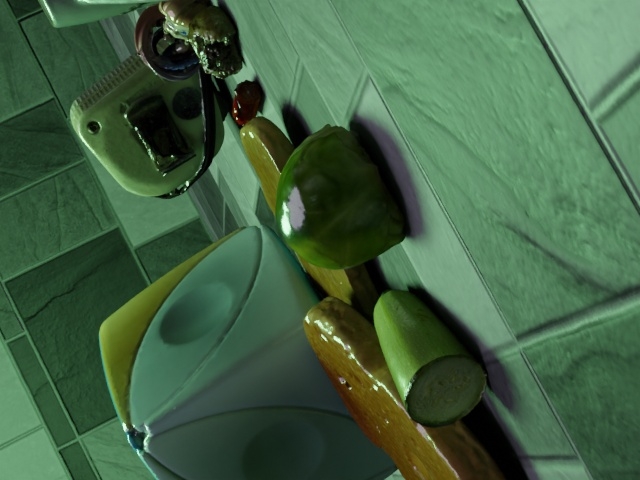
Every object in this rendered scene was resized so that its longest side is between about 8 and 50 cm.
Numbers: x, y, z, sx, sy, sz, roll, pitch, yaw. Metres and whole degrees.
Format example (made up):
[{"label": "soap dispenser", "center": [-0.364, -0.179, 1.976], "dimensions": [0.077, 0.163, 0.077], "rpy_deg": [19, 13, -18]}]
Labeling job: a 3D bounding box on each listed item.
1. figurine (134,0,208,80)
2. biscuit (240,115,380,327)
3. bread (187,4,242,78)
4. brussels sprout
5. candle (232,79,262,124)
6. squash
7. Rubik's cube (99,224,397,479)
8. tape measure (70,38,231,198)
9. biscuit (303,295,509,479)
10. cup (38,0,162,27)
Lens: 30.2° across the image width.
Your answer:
[{"label": "figurine", "center": [-0.209, -0.327, 1.777], "dimensions": [0.126, 0.114, 0.157], "rpy_deg": [32, 136, 2]}, {"label": "biscuit", "center": [0.004, -0.002, 1.603], "dimensions": [0.376, 0.051, 0.269], "rpy_deg": [62, 170, -13]}, {"label": "bread", "center": [-0.152, -0.282, 1.670], "dimensions": [0.082, 0.060, 0.113], "rpy_deg": [55, 170, 28]}, {"label": "brussels sprout", "center": [0.008, -0.039, 1.261], "dimensions": [0.151, 0.122, 0.149], "rpy_deg": [63, 168, -6]}, {"label": "candle", "center": [-0.104, -0.194, 1.732], "dimensions": [0.162, 0.048, 0.053], "rpy_deg": [123, 155, -80]}, {"label": "squash", "center": [0.103, 0.111, 1.314], "dimensions": [0.224, 0.094, 0.094], "rpy_deg": [-120, 7, -60]}, {"label": "Rubik's cube", "center": [-0.109, 0.231, 1.849], "dimensions": [0.351, 0.347, 0.352], "rpy_deg": [58, 179, -31]}, {"label": "tape measure", "center": [-0.250, -0.204, 1.975], "dimensions": [0.231, 0.271, 0.133], "rpy_deg": [51, 177, -30]}, {"label": "biscuit", "center": [0.127, 0.245, 1.467], "dimensions": [0.455, 0.078, 0.349], "rpy_deg": [48, 170, 34]}, {"label": "cup", "center": [-0.217, -0.334, 1.352], "dimensions": [0.258, 0.234, 0.186], "rpy_deg": [51, 165, 45]}]
